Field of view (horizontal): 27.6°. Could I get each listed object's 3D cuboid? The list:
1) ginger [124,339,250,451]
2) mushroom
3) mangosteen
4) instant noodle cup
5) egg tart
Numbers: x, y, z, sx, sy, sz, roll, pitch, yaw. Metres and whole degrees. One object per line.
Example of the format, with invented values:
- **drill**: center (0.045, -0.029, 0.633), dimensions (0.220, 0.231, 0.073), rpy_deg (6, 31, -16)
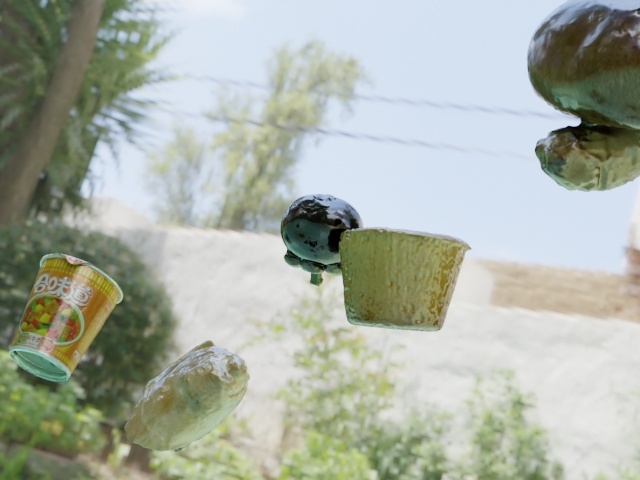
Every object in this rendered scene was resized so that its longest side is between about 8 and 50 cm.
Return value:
- **ginger**: center (-0.184, 0.222, 1.837), dimensions (0.115, 0.193, 0.122), rpy_deg (48, -24, 0)
- **mushroom**: center (0.407, -0.201, 1.518), dimensions (0.345, 0.345, 0.239), rpy_deg (14, -48, 11)
- **mangosteen**: center (0.000, 0.000, 2.091), dimensions (0.137, 0.151, 0.137), rpy_deg (9, 15, -2)
- **instant noodle cup**: center (-0.460, 0.143, 2.311), dimensions (0.169, 0.185, 0.168), rpy_deg (16, -28, 9)
- **egg tart**: center (0.123, 0.061, 1.971), dimensions (0.203, 0.147, 0.202), rpy_deg (4, -5, 0)
